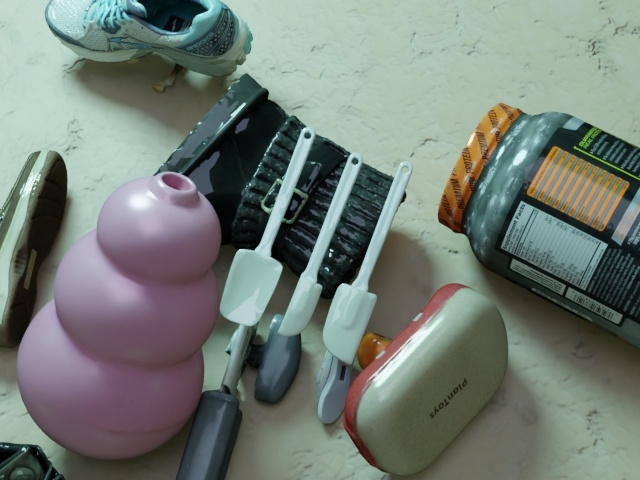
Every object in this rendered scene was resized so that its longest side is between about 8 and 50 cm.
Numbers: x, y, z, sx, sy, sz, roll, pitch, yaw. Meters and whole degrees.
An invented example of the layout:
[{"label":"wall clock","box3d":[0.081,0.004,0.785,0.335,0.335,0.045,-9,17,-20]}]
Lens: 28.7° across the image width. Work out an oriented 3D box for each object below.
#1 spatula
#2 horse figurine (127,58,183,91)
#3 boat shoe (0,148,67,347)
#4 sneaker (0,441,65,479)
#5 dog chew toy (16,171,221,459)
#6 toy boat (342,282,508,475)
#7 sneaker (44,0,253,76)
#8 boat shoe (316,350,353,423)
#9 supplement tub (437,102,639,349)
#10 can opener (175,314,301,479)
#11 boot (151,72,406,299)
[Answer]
[{"label":"spatula","box3d":[0.000,0.000,1.426,0.168,0.019,0.242,20,85,1]},{"label":"horse figurine","box3d":[-0.225,-0.312,1.695,0.263,0.066,0.174,35,76,20]},{"label":"boat shoe","box3d":[-0.386,0.001,1.528,0.095,0.095,0.257,7,64,12]},{"label":"sneaker","box3d":[-0.288,0.297,1.355,0.227,0.130,0.087,36,72,16]},{"label":"dog chew toy","box3d":[-0.204,0.075,1.352,0.207,0.332,0.206,17,28,-9]},{"label":"toy boat","box3d":[0.102,0.144,1.429,0.231,0.151,0.151,-44,41,-18]},{"label":"sneaker","box3d":[-0.230,-0.292,1.586,0.283,0.122,0.110,9,74,18]},{"label":"boat shoe","box3d":[0.012,0.164,1.464,0.035,0.035,0.100,18,80,-37]},{"label":"supplement tub","box3d":[0.320,-0.015,1.446,0.338,0.207,0.207,29,68,15]},{"label":"can opener","box3d":[-0.093,0.207,1.422,0.095,0.076,0.283,11,65,8]},{"label":"boot","box3d":[-0.090,0.000,1.499,0.260,0.131,0.348,40,89,0]}]
